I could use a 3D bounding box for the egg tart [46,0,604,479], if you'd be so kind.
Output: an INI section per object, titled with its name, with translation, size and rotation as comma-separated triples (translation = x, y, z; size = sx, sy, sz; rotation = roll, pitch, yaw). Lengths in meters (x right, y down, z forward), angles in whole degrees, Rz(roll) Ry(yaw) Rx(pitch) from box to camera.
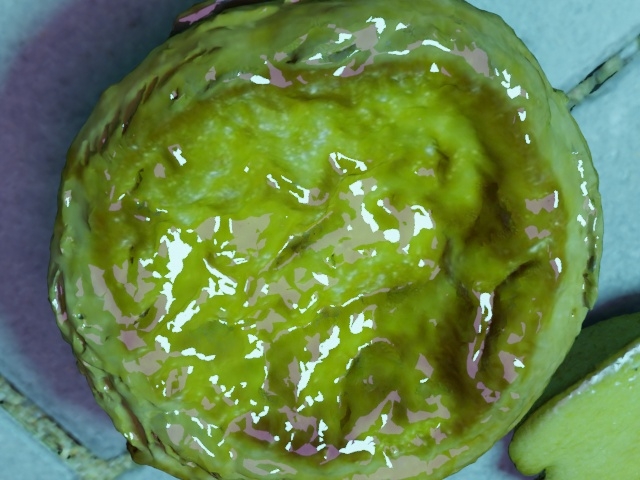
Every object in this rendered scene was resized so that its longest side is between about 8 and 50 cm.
[egg tart]
translation = 0.000, -0.004, 0.859
size = 0.341, 0.129, 0.341
rotation = -5, 117, -9

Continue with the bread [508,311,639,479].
[bread]
translation = 0.214, 0.110, 1.006
size = 0.188, 0.065, 0.149
rotation = -35, 129, 2
